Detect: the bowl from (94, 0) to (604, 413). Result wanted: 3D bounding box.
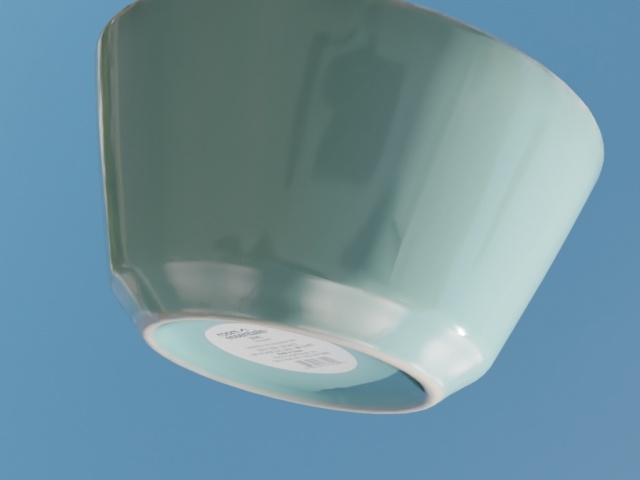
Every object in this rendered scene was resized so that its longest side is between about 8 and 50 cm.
[{"bbox_3d":[0.000,0.000,0.715,0.312,0.311,0.163,-4,-115,38],"label":"bowl"}]
